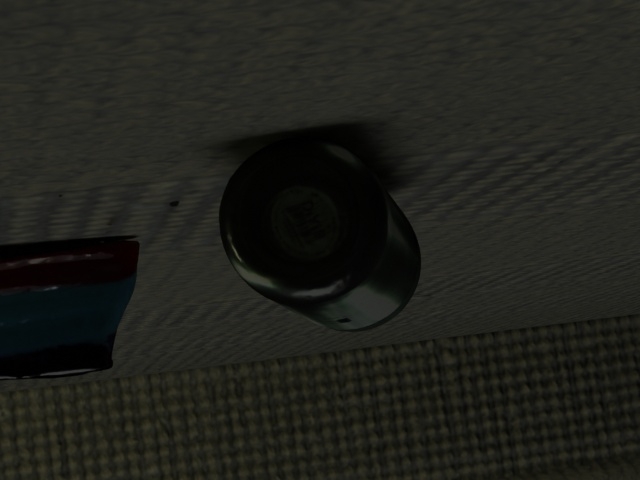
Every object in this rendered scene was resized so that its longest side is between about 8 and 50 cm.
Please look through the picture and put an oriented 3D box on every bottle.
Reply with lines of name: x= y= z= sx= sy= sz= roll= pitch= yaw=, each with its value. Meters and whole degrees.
bottle: x=0.000 y=0.000 z=0.910 sx=0.096 sy=0.079 sz=0.254 roll=27 pitch=179 yaw=10

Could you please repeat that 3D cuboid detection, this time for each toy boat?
toy boat: x=-0.301 y=0.055 z=1.072 sx=0.392 sy=0.079 sz=0.136 roll=-5 pitch=175 yaw=-1
